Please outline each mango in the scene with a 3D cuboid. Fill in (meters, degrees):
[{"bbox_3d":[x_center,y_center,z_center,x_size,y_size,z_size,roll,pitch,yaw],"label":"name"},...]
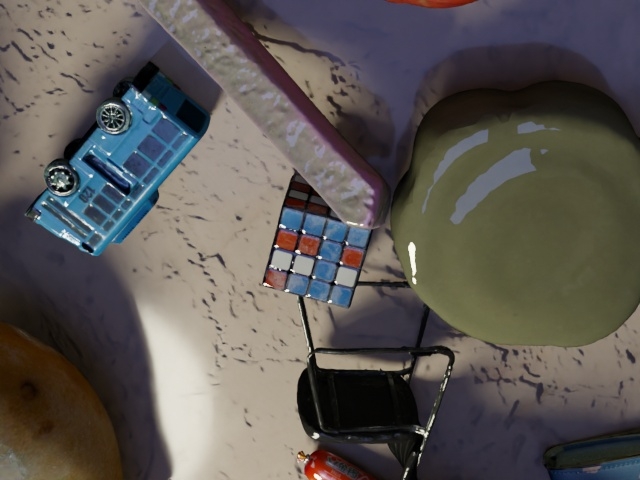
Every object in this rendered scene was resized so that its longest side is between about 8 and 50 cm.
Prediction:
[{"bbox_3d":[-0.320,0.243,1.204,0.221,0.199,0.384,-33,112,-5],"label":"mango"}]

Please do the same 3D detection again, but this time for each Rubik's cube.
[{"bbox_3d":[0.000,0.000,1.130,0.092,0.092,0.092,15,113,-1],"label":"Rubik's cube"}]

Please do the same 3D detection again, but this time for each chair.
[{"bbox_3d":[0.047,0.170,1.168,0.145,0.140,0.221,1,117,-5],"label":"chair"}]

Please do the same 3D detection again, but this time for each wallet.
[{"bbox_3d":[0.341,0.311,1.250,0.141,0.059,0.202,-14,109,18],"label":"wallet"}]

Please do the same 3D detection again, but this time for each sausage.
[{"bbox_3d":[0.038,0.274,1.270,0.145,0.048,0.050,31,106,-6],"label":"sausage"}]

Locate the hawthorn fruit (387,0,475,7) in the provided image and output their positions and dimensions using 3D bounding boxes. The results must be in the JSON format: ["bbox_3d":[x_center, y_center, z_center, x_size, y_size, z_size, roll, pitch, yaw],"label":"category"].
[{"bbox_3d":[0.107,-0.309,0.881,0.275,0.307,0.276,-4,114,-8],"label":"hawthorn fruit"}]

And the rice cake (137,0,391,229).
[{"bbox_3d":[-0.063,-0.151,1.047,0.056,0.072,0.365,-43,87,16],"label":"rice cake"}]

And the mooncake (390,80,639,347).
[{"bbox_3d":[0.198,-0.029,1.080,0.274,0.135,0.275,1,114,1],"label":"mooncake"}]

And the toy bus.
[{"bbox_3d":[-0.201,-0.075,1.119,0.106,0.090,0.185,39,111,-13],"label":"toy bus"}]
